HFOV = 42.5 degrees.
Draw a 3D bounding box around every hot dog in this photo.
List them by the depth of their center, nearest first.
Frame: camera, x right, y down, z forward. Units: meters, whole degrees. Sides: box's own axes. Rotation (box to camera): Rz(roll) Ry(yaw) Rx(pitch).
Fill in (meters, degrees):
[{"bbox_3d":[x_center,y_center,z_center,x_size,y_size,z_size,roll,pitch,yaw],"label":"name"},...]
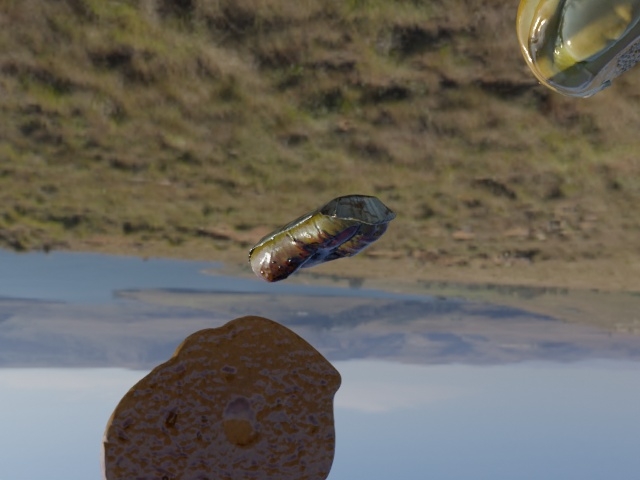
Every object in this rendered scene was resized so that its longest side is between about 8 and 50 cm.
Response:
[{"bbox_3d":[0.000,0.000,1.337,0.162,0.082,0.270,-4,163,-45],"label":"hot dog"}]

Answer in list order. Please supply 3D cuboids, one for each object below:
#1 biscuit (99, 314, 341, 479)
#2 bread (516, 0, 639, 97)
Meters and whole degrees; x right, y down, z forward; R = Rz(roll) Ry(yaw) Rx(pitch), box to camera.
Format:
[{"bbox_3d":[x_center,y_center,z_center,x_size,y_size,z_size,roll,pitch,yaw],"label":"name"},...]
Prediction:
[{"bbox_3d":[-0.165,0.330,1.450,0.455,0.350,0.078,-26,-177,-20],"label":"biscuit"},{"bbox_3d":[0.444,-0.386,1.302,0.315,0.211,0.270,-43,164,19],"label":"bread"}]
